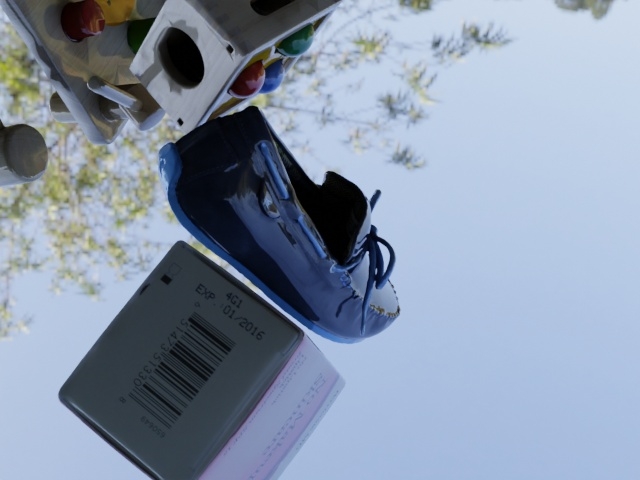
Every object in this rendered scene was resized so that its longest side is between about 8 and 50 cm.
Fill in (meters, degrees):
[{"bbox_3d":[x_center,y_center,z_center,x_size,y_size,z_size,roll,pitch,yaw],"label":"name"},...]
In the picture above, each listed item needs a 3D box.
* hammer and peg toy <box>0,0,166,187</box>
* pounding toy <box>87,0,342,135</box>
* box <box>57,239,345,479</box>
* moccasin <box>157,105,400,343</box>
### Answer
[{"bbox_3d":[-0.252,-0.239,1.010,0.127,0.266,0.361,0,-134,28],"label":"hammer and peg toy"},{"bbox_3d":[-0.104,-0.140,0.852,0.094,0.206,0.181,49,-129,2],"label":"pounding toy"},{"bbox_3d":[-0.082,0.120,0.802,0.126,0.149,0.232,35,172,17],"label":"box"},{"bbox_3d":[0.000,0.000,0.887,0.342,0.116,0.138,35,-155,-54],"label":"moccasin"}]
